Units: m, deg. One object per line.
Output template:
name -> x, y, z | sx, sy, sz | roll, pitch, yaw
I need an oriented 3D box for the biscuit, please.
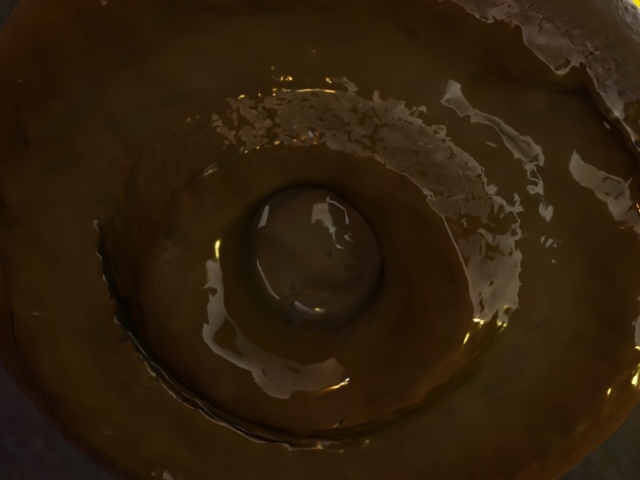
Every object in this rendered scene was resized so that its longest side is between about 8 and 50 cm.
biscuit -> 0.000, 0.000, 0.545 | 0.296, 0.296, 0.102 | 47, 24, -19
